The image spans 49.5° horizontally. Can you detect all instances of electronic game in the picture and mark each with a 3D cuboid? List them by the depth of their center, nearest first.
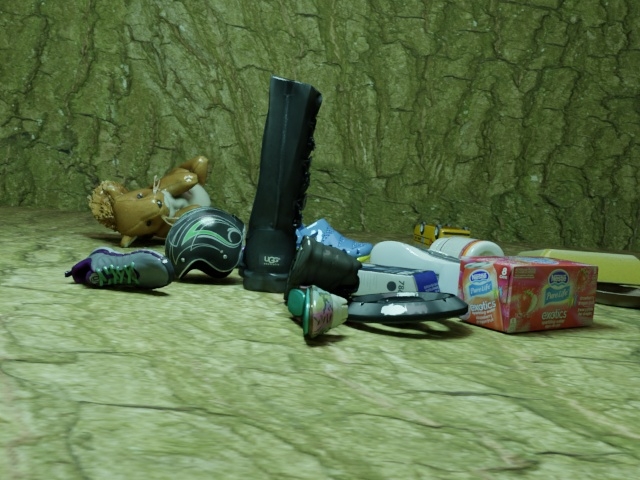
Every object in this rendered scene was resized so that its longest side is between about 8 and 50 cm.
[{"bbox_3d":[0.141,0.120,1.208,0.229,0.048,0.229,-3,1,0],"label":"electronic game"}]

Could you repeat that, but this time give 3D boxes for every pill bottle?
[{"bbox_3d":[0.383,0.052,1.851,0.121,0.121,0.221,3,4,-19],"label":"pill bottle"}]

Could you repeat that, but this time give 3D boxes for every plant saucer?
[{"bbox_3d":[0.722,0.135,1.688,0.199,0.036,0.198,4,5,0],"label":"plant saucer"},{"bbox_3d":[0.697,0.074,1.906,0.333,0.081,0.333,5,-3,-1],"label":"plant saucer"}]

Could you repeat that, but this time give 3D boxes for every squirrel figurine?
[{"bbox_3d":[-0.544,-0.085,2.185,0.397,0.281,0.370,-9,9,27],"label":"squirrel figurine"}]

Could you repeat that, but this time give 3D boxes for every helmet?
[{"bbox_3d":[-0.256,0.009,1.521,0.162,0.169,0.169,13,3,-11],"label":"helmet"}]

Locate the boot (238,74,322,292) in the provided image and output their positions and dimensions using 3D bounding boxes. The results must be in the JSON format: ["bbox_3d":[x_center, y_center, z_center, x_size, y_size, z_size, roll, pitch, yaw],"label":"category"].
[{"bbox_3d":[-0.096,-0.128,1.582,0.146,0.445,0.367,4,5,-10],"label":"boot"}]

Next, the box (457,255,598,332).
[{"bbox_3d":[0.389,0.095,1.300,0.257,0.122,0.128,1,6,-35],"label":"box"}]

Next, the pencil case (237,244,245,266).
[{"bbox_3d":[-0.239,0.033,1.824,0.152,0.064,0.070,9,31,40],"label":"pencil case"}]

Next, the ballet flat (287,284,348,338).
[{"bbox_3d":[-0.001,0.109,1.099,0.079,0.076,0.221,7,0,-10],"label":"ballet flat"}]

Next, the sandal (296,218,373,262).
[{"bbox_3d":[0.000,0.000,2.044,0.317,0.138,0.126,7,3,7],"label":"sandal"}]

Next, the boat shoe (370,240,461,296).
[{"bbox_3d":[0.258,0.068,1.637,0.301,0.108,0.102,12,8,40],"label":"boat shoe"}]

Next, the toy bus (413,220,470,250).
[{"bbox_3d":[0.414,0.005,2.404,0.108,0.130,0.333,5,5,-8],"label":"toy bus"}]

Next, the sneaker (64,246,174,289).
[{"bbox_3d":[-0.384,0.068,1.328,0.224,0.083,0.098,2,23,33],"label":"sneaker"}]

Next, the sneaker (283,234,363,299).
[{"bbox_3d":[0.004,0.071,1.287,0.130,0.109,0.286,16,-9,-4],"label":"sneaker"}]

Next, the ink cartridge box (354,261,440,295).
[{"bbox_3d":[0.131,0.089,1.519,0.333,0.065,0.165,7,5,23],"label":"ink cartridge box"}]
